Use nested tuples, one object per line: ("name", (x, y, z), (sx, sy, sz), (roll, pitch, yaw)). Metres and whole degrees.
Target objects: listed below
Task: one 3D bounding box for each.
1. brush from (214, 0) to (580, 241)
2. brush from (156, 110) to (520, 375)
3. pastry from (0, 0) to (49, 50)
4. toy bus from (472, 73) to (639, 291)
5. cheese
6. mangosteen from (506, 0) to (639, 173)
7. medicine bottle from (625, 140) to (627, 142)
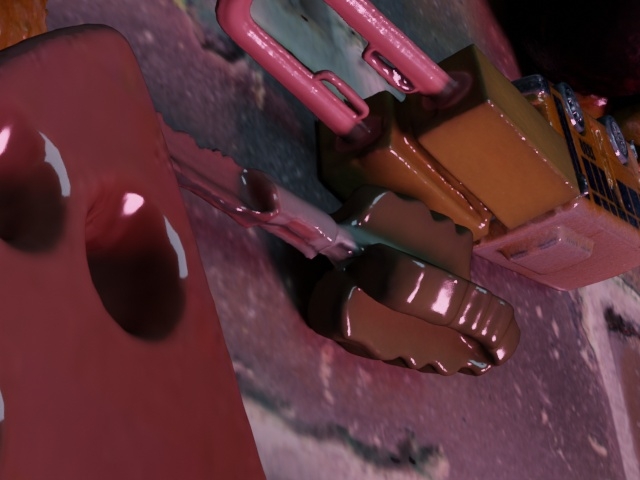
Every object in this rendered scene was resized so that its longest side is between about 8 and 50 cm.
("brush", (0.030, -0.073, 0.796), (0.233, 0.103, 0.047), (39, 35, -44))
("brush", (0.000, 0.000, 0.722), (0.301, 0.071, 0.084), (25, 37, -55))
("pastry", (-0.142, -0.104, 0.499), (0.153, 0.081, 0.153), (58, 19, -34))
("toy bus", (0.140, -0.029, 0.991), (0.182, 0.091, 0.103), (21, 52, -60))
("cheese", (-0.114, 0.058, 0.391), (0.177, 0.128, 0.203), (-10, 83, -62))
("mangosteen", (0.238, -0.157, 1.182), (0.194, 0.194, 0.230), (-41, 122, -64))
("medicine bottle", (0.313, -0.052, 1.311), (0.124, 0.124, 0.239), (-12, 81, -65))
